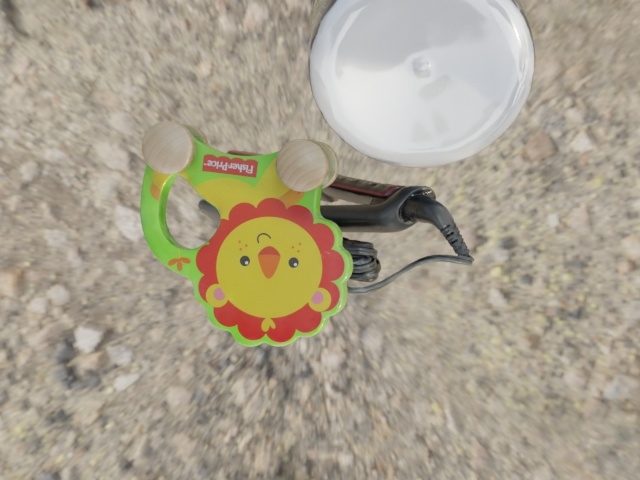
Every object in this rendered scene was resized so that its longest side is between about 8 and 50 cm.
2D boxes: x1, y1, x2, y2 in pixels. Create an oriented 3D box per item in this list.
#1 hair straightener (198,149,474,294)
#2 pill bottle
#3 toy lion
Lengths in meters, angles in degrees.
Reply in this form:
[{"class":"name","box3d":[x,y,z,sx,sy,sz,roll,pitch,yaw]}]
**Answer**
[{"class":"hair straightener","box3d":[0.000,0.000,0.819,0.047,0.230,0.089,41,73,-41]},{"class":"pill bottle","box3d":[0.059,-0.158,0.851,0.130,0.245,0.130,0,122,1]},{"class":"toy lion","box3d":[-0.034,-0.001,0.607,0.100,0.034,0.096,9,93,10]}]
